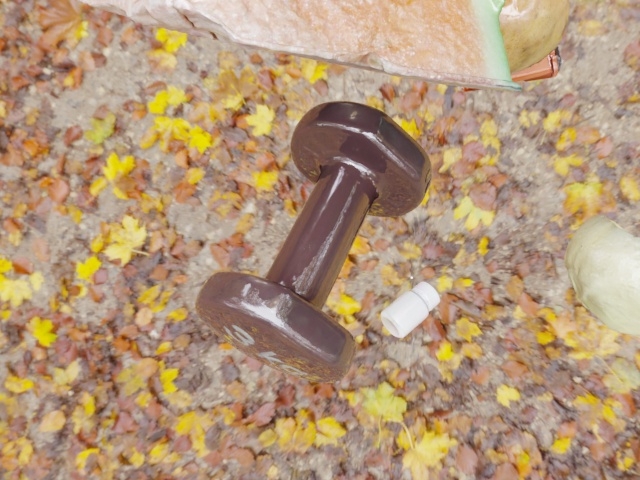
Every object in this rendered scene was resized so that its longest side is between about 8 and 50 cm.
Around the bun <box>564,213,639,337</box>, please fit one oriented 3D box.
[{"bbox_3d":[0.737,0.112,1.477,0.364,0.364,0.202,45,106,8],"label":"bun"}]

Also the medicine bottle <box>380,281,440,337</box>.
[{"bbox_3d":[0.140,0.107,0.955,0.089,0.052,0.052,-37,81,-19],"label":"medicine bottle"}]

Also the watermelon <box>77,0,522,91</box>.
[{"bbox_3d":[-0.044,-0.242,0.416,0.319,0.292,0.222,34,121,48],"label":"watermelon"}]

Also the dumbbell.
[{"bbox_3d":[0.000,0.000,0.533,0.140,0.124,0.225,37,64,-23],"label":"dumbbell"}]

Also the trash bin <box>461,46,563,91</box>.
[{"bbox_3d":[0.477,-0.484,1.574,0.238,0.161,0.185,-18,103,-11],"label":"trash bin"}]

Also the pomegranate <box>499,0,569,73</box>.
[{"bbox_3d":[0.390,-0.512,1.338,0.322,0.322,0.322,-1,86,8],"label":"pomegranate"}]
